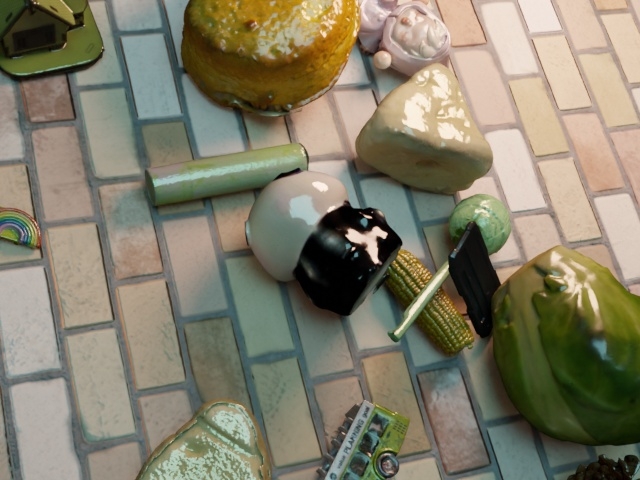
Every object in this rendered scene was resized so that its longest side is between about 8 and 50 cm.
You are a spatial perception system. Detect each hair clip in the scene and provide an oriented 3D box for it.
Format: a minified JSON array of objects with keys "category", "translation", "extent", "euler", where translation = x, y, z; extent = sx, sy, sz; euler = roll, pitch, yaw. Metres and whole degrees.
[{"category":"hair clip","translation":[-0.568,-0.037,1.669],"extent":[0.188,0.033,0.060],"euler":[15,63,-9]}]

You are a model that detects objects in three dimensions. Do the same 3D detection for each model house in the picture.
[{"category":"model house","translation":[-0.505,-0.459,1.740],"extent":[0.205,0.278,0.218],"euler":[-17,71,-20]}]

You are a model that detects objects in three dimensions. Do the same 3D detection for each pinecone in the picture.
[{"category":"pinecone","translation":[0.527,0.461,1.676],"extent":[0.195,0.179,0.150],"euler":[48,53,-11]}]

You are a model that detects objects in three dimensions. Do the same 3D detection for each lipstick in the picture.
[{"category":"lipstick","translation":[-0.167,-0.123,1.798],"extent":[0.304,0.076,0.076],"euler":[-13,71,-20]}]

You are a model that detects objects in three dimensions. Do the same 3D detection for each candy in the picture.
[{"category":"candy","translation":[0.232,0.051,1.752],"extent":[0.119,0.119,0.440],"euler":[39,44,4]}]

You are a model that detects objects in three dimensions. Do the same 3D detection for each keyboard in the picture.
[{"category":"keyboard","translation":[0.283,0.076,1.754],"extent":[0.016,0.262,0.106],"euler":[15,62,35]}]

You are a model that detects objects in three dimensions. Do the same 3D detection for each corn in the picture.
[{"category":"corn","translation":[0.194,0.112,1.794],"extent":[0.080,0.080,0.238],"euler":[-34,82,-26]}]

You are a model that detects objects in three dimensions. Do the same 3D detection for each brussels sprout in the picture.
[{"category":"brussels sprout","translation":[0.470,0.195,1.722],"extent":[0.371,0.276,0.315],"euler":[44,59,6]}]

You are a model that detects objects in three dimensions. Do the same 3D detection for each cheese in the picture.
[{"category":"cheese","translation":[0.178,-0.223,1.884],"extent":[0.248,0.173,0.251],"euler":[0,67,-25]}]

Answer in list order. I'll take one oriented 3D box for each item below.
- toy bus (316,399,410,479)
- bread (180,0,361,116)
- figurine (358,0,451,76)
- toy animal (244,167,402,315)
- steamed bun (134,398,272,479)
[{"category":"toy bus","translation":[0.033,0.408,1.601],"extent":[0.139,0.113,0.301],"euler":[31,60,-1]},{"category":"bread","translation":[-0.104,-0.427,1.853],"extent":[0.337,0.204,0.358],"euler":[17,77,12]},{"category":"figurine","translation":[0.149,-0.432,1.997],"extent":[0.276,0.133,0.200],"euler":[31,74,5]},{"category":"toy animal","translation":[0.001,0.000,1.724],"extent":[0.267,0.212,0.212],"euler":[37,62,15]},{"category":"steamed bun","translation":[-0.164,0.366,1.558],"extent":[0.231,0.110,0.212],"euler":[24,73,0]}]
